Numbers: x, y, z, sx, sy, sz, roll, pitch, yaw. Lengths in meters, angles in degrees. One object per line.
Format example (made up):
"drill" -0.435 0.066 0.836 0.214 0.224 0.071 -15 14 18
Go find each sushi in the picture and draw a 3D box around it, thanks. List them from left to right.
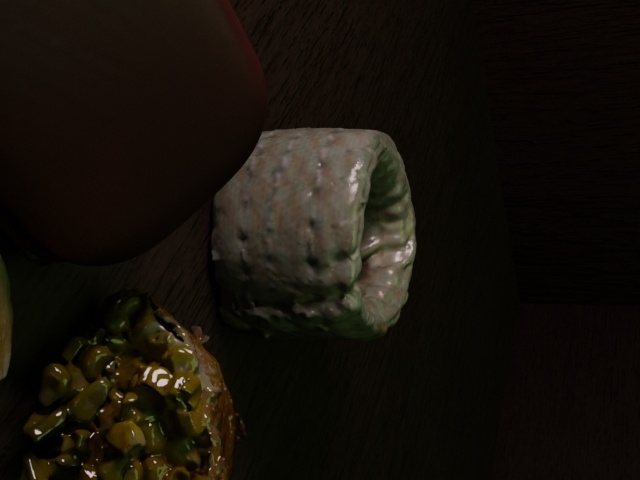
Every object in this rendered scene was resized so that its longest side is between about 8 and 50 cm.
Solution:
"sushi" -0.161 0.194 0.729 0.179 0.166 0.296 86 15 -82

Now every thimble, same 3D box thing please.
"thimble" 0.000 0.000 1.044 0.291 0.195 0.292 -2 90 -68

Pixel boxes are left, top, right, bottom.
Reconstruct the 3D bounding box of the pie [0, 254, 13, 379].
"pie" -0.292 0.039 0.541 0.218 0.052 0.185 -37 118 -64

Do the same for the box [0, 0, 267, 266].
"box" -0.194 -0.159 0.583 0.263 0.108 0.404 -42 137 -14
